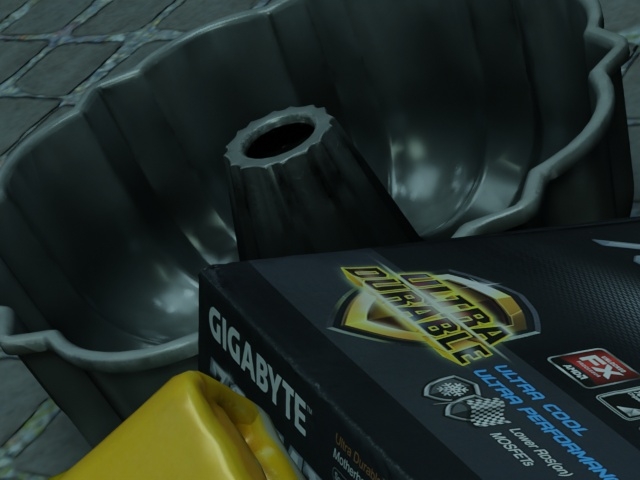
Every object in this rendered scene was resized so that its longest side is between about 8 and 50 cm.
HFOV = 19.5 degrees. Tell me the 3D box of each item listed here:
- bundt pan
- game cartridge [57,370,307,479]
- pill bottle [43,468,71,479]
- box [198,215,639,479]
[{"bbox_3d":[0.000,0.000,0.892,0.331,0.124,0.331,-17,29,10],"label":"bundt pan"},{"bbox_3d":[-0.081,0.233,0.419,0.324,0.053,0.285,-40,55,9],"label":"game cartridge"},{"bbox_3d":[-0.082,0.140,0.650,0.118,0.117,0.208,-1,10,33],"label":"pill bottle"},{"bbox_3d":[0.144,0.069,0.620,0.293,0.073,0.295,-8,22,-22],"label":"box"}]
